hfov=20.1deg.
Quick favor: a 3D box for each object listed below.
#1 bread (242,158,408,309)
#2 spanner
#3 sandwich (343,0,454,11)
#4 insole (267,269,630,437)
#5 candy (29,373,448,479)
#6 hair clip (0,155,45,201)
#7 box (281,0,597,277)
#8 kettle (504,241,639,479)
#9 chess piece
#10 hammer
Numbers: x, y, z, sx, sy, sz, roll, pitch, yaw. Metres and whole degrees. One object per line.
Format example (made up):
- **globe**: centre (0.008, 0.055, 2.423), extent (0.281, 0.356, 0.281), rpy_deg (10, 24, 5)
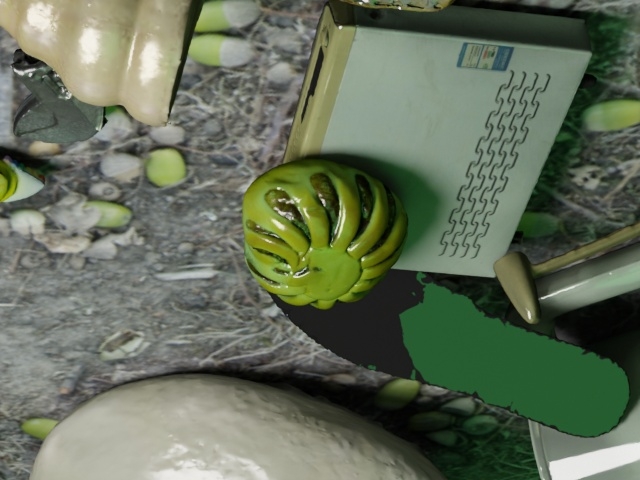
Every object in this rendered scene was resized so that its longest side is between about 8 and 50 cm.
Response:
- **bread**: centre (0.000, 0.000, 1.355), extent (0.130, 0.071, 0.139), rpy_deg (7, 142, -17)
- **spanner**: centre (-0.119, -0.159, 1.247), extent (0.093, 0.026, 0.325), rpy_deg (26, 133, -33)
- **sandwich**: centre (0.013, -0.272, 0.994), extent (0.271, 0.099, 0.301), rpy_deg (25, 140, 1)
- **insole**: centre (0.100, 0.078, 1.480), extent (0.322, 0.007, 0.109), rpy_deg (21, 115, 3)
- **candy**: centre (-0.072, 0.293, 1.673), extent (0.427, 0.186, 0.386), rpy_deg (29, 129, -5)
- **hair clip**: centre (-0.304, -0.062, 1.356), extent (0.188, 0.033, 0.060), rpy_deg (17, 141, -28)
- **box**: centre (0.080, -0.073, 1.355), extent (0.211, 0.045, 0.270), rpy_deg (4, 142, -9)
- **kettle**: centre (0.341, 0.134, 1.518), extent (0.318, 0.205, 0.265), rpy_deg (-19, 143, 24)
- **chess piece**: centre (-0.200, -0.173, 1.138), extent (0.261, 0.142, 0.142), rpy_deg (16, 141, -3)
- **hammer**: centre (0.237, 0.006, 1.428), extent (0.195, 0.060, 0.028), rpy_deg (-23, 147, -4)
